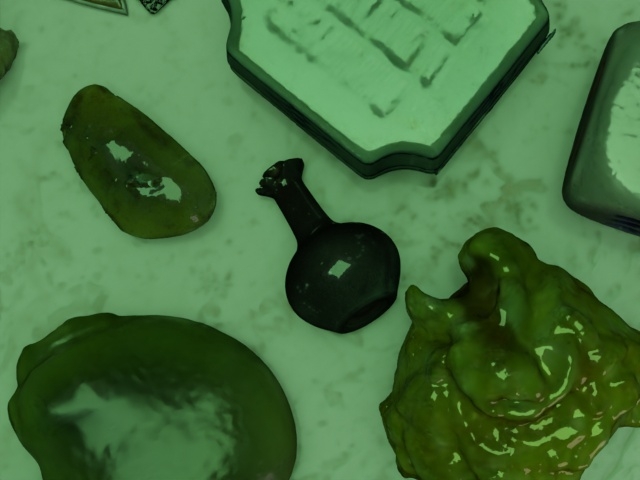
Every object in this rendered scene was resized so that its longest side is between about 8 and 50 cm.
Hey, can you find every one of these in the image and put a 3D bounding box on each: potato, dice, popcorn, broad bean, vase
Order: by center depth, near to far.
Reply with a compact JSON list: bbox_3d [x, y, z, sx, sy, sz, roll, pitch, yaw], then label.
[{"bbox_3d":[0.174,0.141,1.834,0.242,0.235,0.250,37,83,18],"label":"popcorn"},{"bbox_3d":[0.348,-0.097,1.861,0.194,0.193,0.191,18,86,2],"label":"dice"},{"bbox_3d":[-0.168,0.189,1.896,0.291,0.119,0.238,17,78,1],"label":"broad bean"},{"bbox_3d":[0.000,0.000,1.911,0.120,0.120,0.183,-32,72,0],"label":"vase"},{"bbox_3d":[-0.189,-0.077,1.932,0.105,0.085,0.188,-40,81,-3],"label":"potato"}]

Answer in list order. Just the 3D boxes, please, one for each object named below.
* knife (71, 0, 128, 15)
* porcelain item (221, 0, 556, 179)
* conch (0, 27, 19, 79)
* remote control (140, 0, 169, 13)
[{"bbox_3d":[-0.311,-0.292,1.981,0.256,0.022,0.046,24,96,0],"label":"knife"},{"bbox_3d":[0.065,-0.222,1.896,0.286,0.157,0.281,38,86,5],"label":"porcelain item"},{"bbox_3d":[-0.471,-0.167,1.902,0.186,0.324,0.263,-22,90,45],"label":"conch"},{"bbox_3d":[-0.191,-0.276,1.979,0.039,0.014,0.096,-44,87,-1],"label":"remote control"}]
